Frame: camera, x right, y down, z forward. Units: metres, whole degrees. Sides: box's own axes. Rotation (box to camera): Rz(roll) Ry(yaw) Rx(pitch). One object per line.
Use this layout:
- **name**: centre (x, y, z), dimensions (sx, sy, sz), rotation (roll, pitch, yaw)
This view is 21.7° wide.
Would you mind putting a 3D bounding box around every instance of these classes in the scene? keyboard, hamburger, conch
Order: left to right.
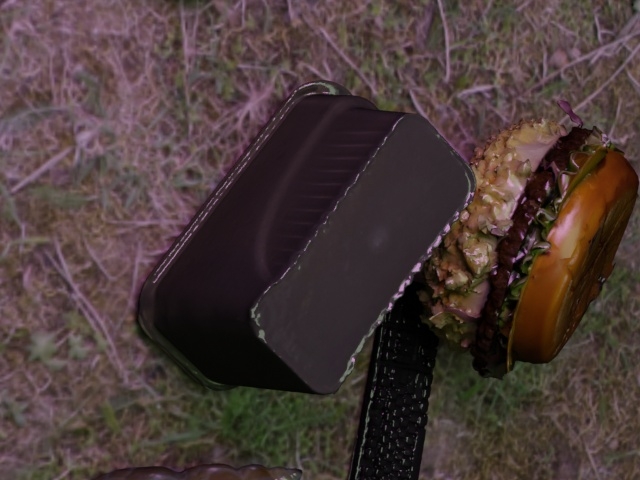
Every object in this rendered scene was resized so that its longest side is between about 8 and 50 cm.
- **conch**: centre (-0.114, 0.233, 1.326), dimensions (0.173, 0.106, 0.116), rotation (9, 68, -18)
- **keyboard**: centre (0.069, 0.150, 1.478), dimensions (0.072, 0.023, 0.231), rotation (13, 85, -34)
- **hamburger**: centre (0.176, -0.002, 1.440), dimensions (0.243, 0.139, 0.262), rotation (-66, 162, 5)

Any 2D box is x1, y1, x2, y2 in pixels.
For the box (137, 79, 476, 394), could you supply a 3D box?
- **box**: centre (0.000, 0.000, 1.341), dimensions (0.138, 0.178, 0.274), rotation (45, 70, -25)
